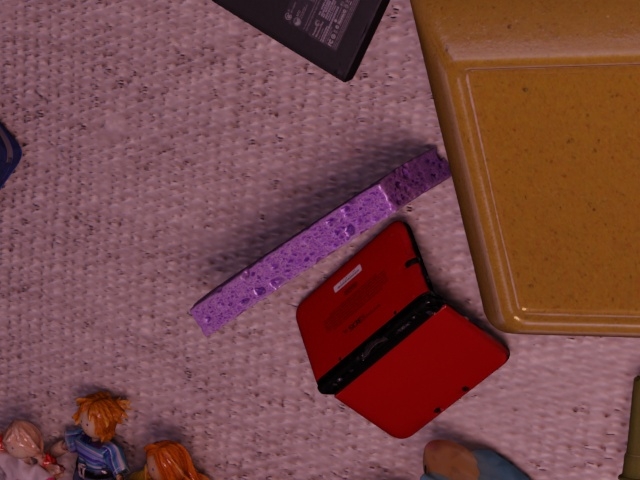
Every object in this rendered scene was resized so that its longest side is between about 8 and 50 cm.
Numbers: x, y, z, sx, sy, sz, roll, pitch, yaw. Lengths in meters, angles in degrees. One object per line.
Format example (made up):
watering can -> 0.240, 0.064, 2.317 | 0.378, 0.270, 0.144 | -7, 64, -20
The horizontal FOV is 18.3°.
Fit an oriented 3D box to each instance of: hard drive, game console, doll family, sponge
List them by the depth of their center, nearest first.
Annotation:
sponge -> 0.000, 0.000, 1.579 | 0.210, 0.117, 0.031 | -33, 91, 30
hard drive -> -0.014, -0.200, 1.584 | 0.135, 0.022, 0.094 | 33, 116, 15
game console -> 0.065, 0.074, 1.621 | 0.144, 0.085, 0.124 | -42, 52, 34
doll family -> -0.181, 0.225, 1.751 | 0.263, 0.118, 0.163 | 23, 121, 39

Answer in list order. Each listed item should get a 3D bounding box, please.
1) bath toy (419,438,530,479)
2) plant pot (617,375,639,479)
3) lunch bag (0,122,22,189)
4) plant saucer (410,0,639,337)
bath toy -> 0.054, 0.329, 1.637 | 0.151, 0.129, 0.348 | 35, 117, 14
plant pot -> 0.266, 0.142, 1.514 | 0.083, 0.083, 0.079 | -4, 90, 27
lunch bag -> -0.314, -0.064, 1.746 | 0.098, 0.065, 0.067 | -50, 65, 22
plant saucer -> 0.230, -0.049, 1.414 | 0.333, 0.081, 0.332 | 1, 124, 27
